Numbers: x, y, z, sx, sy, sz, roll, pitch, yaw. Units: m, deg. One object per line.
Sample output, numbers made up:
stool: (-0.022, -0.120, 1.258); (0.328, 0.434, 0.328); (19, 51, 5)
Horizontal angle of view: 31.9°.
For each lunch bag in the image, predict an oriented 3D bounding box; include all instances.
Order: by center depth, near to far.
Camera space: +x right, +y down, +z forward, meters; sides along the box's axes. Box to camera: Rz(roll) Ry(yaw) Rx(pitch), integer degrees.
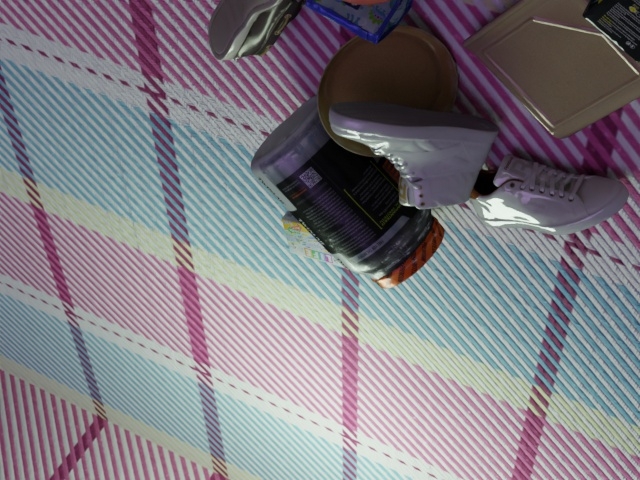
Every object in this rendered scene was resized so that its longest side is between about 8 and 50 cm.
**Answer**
lunch bag: (0.065, -0.375, 1.714); (0.129, 0.151, 0.096); (29, 145, 9)

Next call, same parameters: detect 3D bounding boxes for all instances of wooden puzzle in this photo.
wooden puzzle: (0.366, -0.275, 1.688); (0.239, 0.044, 0.221); (40, 145, -15)

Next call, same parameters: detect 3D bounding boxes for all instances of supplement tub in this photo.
supplement tub: (0.055, -0.084, 2.017); (0.338, 0.207, 0.207); (46, 144, -14)

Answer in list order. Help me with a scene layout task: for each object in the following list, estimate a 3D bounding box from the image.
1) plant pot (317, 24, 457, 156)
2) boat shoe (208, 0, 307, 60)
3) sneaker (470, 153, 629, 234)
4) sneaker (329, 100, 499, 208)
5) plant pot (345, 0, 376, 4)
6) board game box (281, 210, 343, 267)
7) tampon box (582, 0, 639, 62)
plant pot: (0.107, -0.247, 1.830); (0.236, 0.032, 0.236); (-6, 124, -9)
boat shoe: (-0.080, -0.405, 1.847); (0.324, 0.097, 0.116); (-43, 59, 51)
sneaker: (0.361, -0.083, 1.854); (0.290, 0.106, 0.123); (-3, 133, 43)
sneaker: (0.138, -0.129, 1.831); (0.293, 0.108, 0.169); (6, 118, -20)
plant pot: (0.082, -0.441, 1.511); (0.275, 0.275, 0.243); (39, 172, -6)
board game box: (0.000, 0.000, 2.317); (0.154, 0.026, 0.103); (15, 141, 26)
tampon box: (0.447, -0.340, 1.469); (0.101, 0.120, 0.161); (38, 145, -6)
